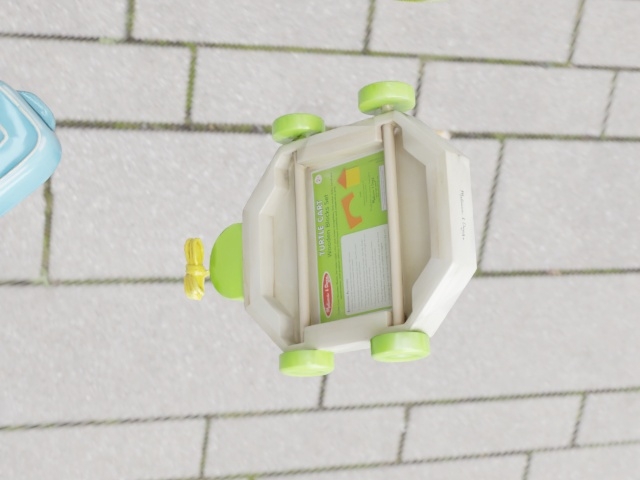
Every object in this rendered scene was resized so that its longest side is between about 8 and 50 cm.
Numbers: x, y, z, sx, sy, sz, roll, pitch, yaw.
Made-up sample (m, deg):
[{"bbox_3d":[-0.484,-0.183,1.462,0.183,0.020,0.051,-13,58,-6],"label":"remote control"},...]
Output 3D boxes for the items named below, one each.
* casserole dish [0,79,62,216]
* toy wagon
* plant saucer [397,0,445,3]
[{"bbox_3d":[-0.307,-0.066,1.076,0.188,0.037,0.114,-41,83,-19],"label":"casserole dish"},{"bbox_3d":[0.000,0.000,1.279,0.068,0.344,0.267,14,69,-46],"label":"toy wagon"},{"bbox_3d":[0.038,-0.271,1.027,0.241,0.241,0.037,46,66,-31],"label":"plant saucer"}]
